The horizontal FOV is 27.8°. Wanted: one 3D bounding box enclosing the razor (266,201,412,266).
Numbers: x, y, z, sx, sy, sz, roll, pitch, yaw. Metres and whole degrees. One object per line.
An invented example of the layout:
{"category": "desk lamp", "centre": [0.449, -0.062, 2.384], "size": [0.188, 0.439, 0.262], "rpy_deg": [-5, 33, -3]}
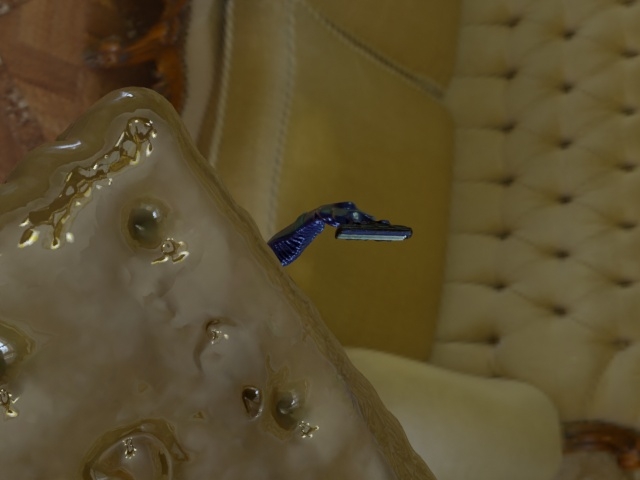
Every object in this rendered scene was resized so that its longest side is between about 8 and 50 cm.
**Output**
{"category": "razor", "centre": [0.000, -0.005, 0.751], "size": [0.044, 0.154, 0.028], "rpy_deg": [1, 83, -23]}

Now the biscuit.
{"category": "biscuit", "centre": [-0.034, 0.131, 0.425], "size": [0.217, 0.044, 0.325], "rpy_deg": [-46, 111, -31]}
